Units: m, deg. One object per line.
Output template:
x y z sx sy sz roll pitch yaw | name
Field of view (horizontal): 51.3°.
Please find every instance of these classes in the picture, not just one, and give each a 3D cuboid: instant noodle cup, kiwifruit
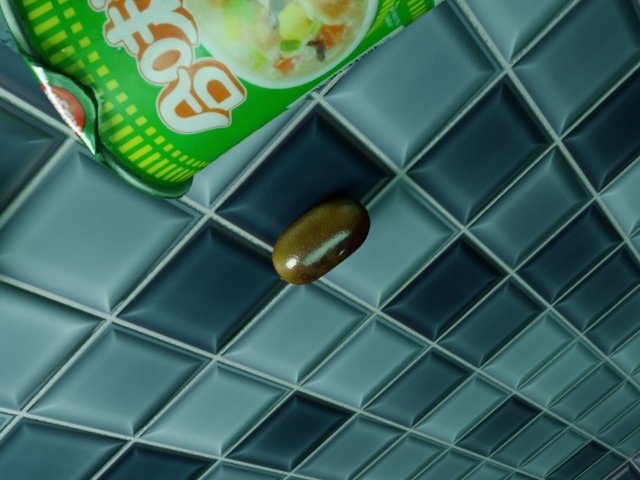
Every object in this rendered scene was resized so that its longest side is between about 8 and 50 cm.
-0.048 -0.164 0.436 0.232 0.207 0.207 -25 139 13 | instant noodle cup
0.000 0.000 0.750 0.124 0.075 0.075 -41 137 3 | kiwifruit
